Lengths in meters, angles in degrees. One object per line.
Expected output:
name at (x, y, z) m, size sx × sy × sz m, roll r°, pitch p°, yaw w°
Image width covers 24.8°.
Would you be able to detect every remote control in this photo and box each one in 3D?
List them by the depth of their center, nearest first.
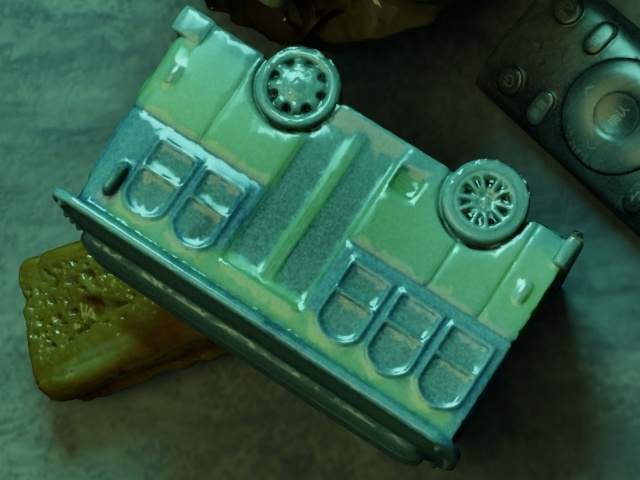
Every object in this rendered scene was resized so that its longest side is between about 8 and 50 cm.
remote control at (0.261, -0.027, 0.963) m, size 0.107 × 0.044 × 0.377 m, roll -48°, pitch 65°, yaw 11°

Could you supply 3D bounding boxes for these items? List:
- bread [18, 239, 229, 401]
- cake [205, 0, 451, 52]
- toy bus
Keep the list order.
bread at (-0.114, 0.042, 1.140) m, size 0.271 × 0.077 × 0.139 m, roll -21°, pitch 74°, yaw 25°
cake at (-0.026, -0.280, 1.000) m, size 0.321 × 0.332 × 0.332 m, roll -45°, pitch 66°, yaw 26°
toy bus at (0.000, 0.000, 0.976) m, size 0.312 × 0.152 × 0.190 m, roll 33°, pitch 81°, yaw 10°
